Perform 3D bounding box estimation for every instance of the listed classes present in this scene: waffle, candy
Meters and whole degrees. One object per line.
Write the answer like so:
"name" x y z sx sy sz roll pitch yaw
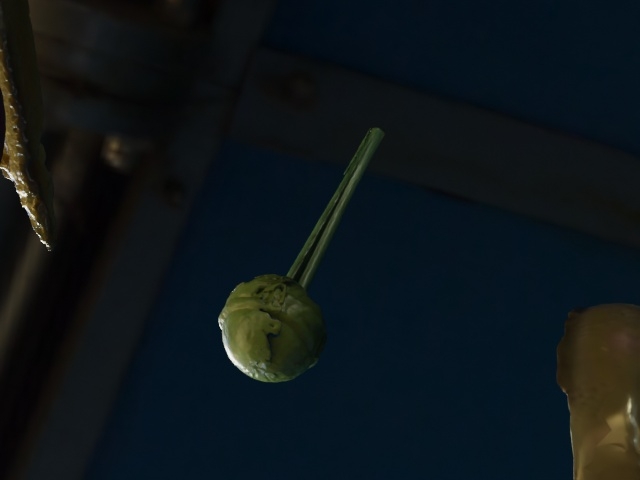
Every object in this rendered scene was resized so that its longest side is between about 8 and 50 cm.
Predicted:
"waffle" -0.181 -0.089 0.913 0.125 0.032 0.191 17 -47 22
"candy" 0.000 0.000 1.857 0.093 0.092 0.335 3 -138 27

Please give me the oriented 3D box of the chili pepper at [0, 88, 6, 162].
"chili pepper" -0.229 0.014 0.644 0.137 0.368 0.092 42 -57 27

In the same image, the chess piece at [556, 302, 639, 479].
"chess piece" 0.224 0.060 0.531 0.307 0.139 0.124 -5 -120 11
